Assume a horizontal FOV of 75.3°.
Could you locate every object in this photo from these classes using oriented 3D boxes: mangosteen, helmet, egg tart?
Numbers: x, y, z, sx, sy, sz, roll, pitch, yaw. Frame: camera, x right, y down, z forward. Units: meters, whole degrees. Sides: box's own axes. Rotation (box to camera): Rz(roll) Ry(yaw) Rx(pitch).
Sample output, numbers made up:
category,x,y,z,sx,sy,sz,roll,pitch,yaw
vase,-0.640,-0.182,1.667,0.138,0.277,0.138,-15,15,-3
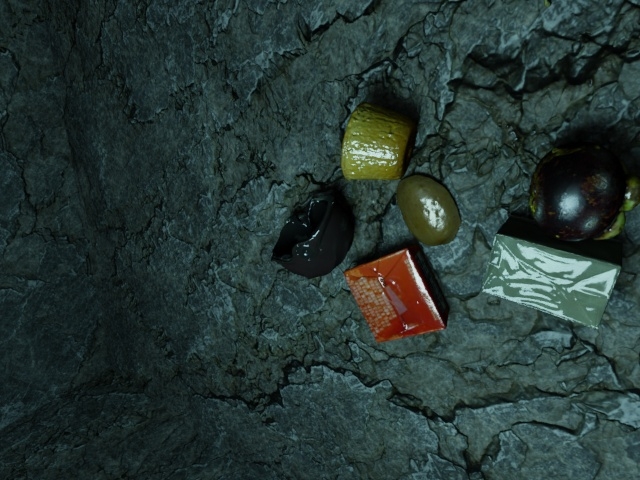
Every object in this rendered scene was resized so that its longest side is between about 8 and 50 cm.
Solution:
category,x,y,z,sx,sy,sz,roll,pitch,yaw
mangosteen,0.523,-0.093,0.803,0.217,0.192,0.192,2,110,14
helmet,0.000,0.000,1.207,0.177,0.225,0.305,40,137,-20
egg tart,0.149,-0.231,1.024,0.147,0.202,0.203,17,118,16

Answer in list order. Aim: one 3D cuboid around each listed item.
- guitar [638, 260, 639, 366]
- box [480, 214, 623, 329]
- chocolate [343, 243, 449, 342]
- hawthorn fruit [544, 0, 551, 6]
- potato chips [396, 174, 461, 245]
category,x,y,z,sx,sy,sz,roll,pitch,yaw
guitar,0.692,0.156,0.854,0.083,0.038,0.271,-8,105,38
box,0.494,0.055,0.892,0.231,0.149,0.156,20,119,29
chocolate,0.218,0.147,1.165,0.234,0.108,0.238,-27,89,41
hawthorn fruit,0.411,-0.569,0.721,0.165,0.165,0.286,27,134,26
potato chips,0.273,-0.074,1.075,0.150,0.049,0.202,-20,101,45
